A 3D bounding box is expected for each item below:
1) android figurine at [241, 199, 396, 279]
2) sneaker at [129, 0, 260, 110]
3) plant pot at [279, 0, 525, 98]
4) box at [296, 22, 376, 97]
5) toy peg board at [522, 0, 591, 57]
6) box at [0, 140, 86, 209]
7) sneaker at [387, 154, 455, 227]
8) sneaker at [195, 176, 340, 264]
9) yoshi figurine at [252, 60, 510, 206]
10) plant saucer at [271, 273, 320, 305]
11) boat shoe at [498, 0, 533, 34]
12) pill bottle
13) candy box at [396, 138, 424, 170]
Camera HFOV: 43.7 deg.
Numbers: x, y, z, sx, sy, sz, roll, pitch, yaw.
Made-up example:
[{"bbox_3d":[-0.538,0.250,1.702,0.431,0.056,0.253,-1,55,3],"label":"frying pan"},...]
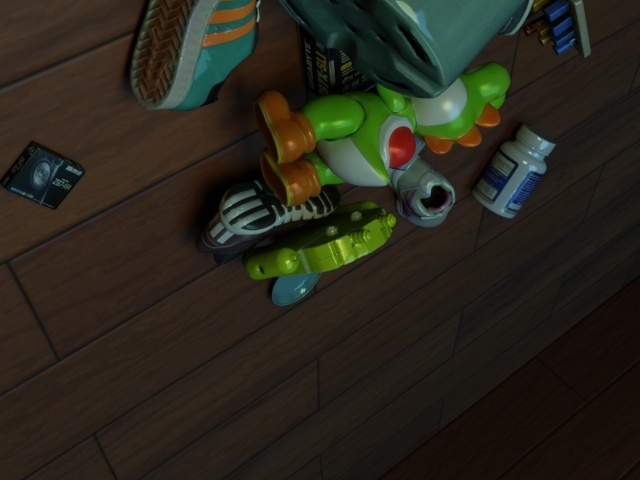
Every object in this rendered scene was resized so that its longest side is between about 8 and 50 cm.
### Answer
[{"bbox_3d":[0.000,0.000,1.284,0.248,0.273,0.056,-31,104,-41],"label":"android figurine"},{"bbox_3d":[-0.122,-0.289,0.944,0.121,0.108,0.302,-11,139,-53],"label":"sneaker"},{"bbox_3d":[0.127,-0.361,0.869,0.334,0.341,0.341,-53,149,-5],"label":"plant pot"},{"bbox_3d":[0.112,-0.370,1.145,0.322,0.079,0.257,-34,145,-19],"label":"box"},{"bbox_3d":[0.379,-0.393,1.372,0.079,0.160,0.161,-33,150,9],"label":"toy peg board"},{"bbox_3d":[-0.344,-0.080,0.992,0.067,0.018,0.083,-48,149,5],"label":"box"},{"bbox_3d":[0.208,-0.079,1.562,0.103,0.111,0.252,-47,149,1],"label":"sneaker"},{"bbox_3d":[-0.099,-0.040,1.283,0.162,0.106,0.281,-37,168,35],"label":"sneaker"},{"bbox_3d":[0.080,-0.197,1.124,0.362,0.203,0.202,-20,103,-13],"label":"yoshi figurine"},{"bbox_3d":[-0.050,0.072,1.517,0.119,0.021,0.119,-30,145,-24],"label":"plant saucer"},{"bbox_3d":[0.296,-0.443,1.260,0.079,0.095,0.254,-23,140,-31],"label":"boat shoe"},{"bbox_3d":[0.423,-0.153,1.733,0.112,0.112,0.186,2,126,-51],"label":"pill bottle"},{"bbox_3d":[0.153,-0.201,1.330,0.164,0.070,0.196,-53,172,10],"label":"candy box"}]
